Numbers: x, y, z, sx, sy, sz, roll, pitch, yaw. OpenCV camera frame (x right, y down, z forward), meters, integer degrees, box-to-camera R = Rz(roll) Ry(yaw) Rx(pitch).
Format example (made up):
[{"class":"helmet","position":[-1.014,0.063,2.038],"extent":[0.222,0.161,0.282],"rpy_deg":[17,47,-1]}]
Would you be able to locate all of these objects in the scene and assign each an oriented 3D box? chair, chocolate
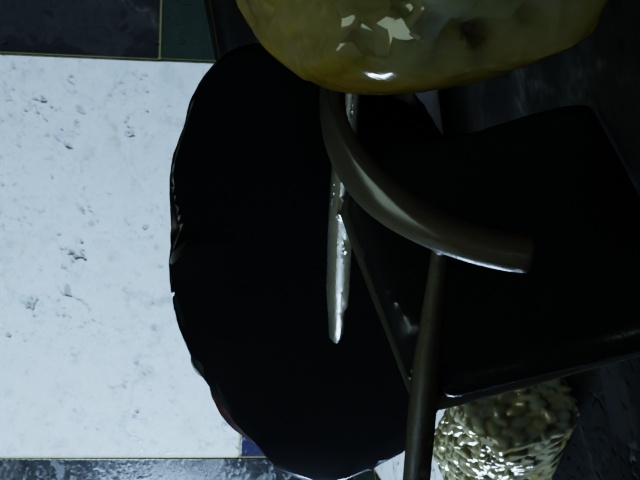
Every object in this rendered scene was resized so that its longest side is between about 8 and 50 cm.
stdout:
[{"class":"chair","position":[0.093,0.012,0.813],"extent":[0.272,0.166,0.188],"rpy_deg":[82,171,-50]},{"class":"chocolate","position":[0.000,0.000,1.237],"extent":[0.210,0.225,0.340],"rpy_deg":[-85,-14,-78]}]

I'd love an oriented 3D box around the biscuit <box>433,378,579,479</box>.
[{"class":"biscuit","position":[0.122,0.139,1.056],"extent":[0.168,0.082,0.070],"rpy_deg":[100,154,-65]}]

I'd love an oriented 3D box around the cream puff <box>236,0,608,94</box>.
[{"class":"cream puff","position":[0.074,-0.210,0.454],"extent":[0.327,0.231,0.343],"rpy_deg":[-127,33,-58]}]
